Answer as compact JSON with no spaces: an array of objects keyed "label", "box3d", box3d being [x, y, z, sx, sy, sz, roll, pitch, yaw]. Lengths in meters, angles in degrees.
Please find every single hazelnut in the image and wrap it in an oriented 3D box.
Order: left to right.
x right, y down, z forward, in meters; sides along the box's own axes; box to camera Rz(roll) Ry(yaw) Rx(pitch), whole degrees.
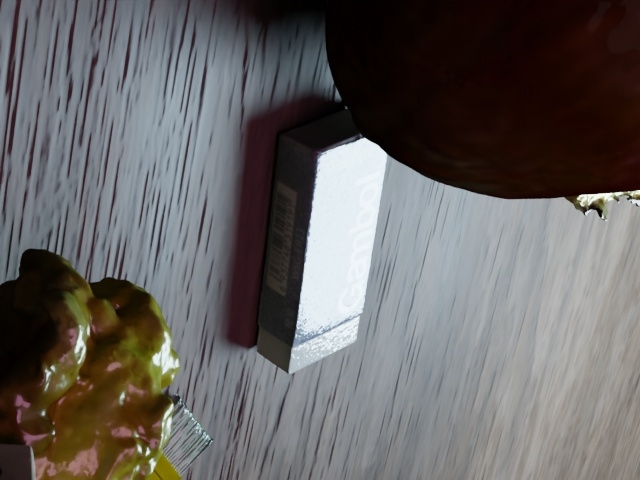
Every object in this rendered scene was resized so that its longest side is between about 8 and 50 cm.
[{"label":"hazelnut","box3d":[0.192,-0.194,1.332,0.421,0.353,0.421,-42,168,-11]}]

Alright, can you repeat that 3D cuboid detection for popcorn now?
[{"label":"popcorn","box3d":[-0.189,0.105,1.201,0.155,0.197,0.197,30,90,-36]}]

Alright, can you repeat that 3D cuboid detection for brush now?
[{"label":"brush","box3d":[-0.167,0.218,1.466,0.205,0.011,0.083,-49,146,-15]}]

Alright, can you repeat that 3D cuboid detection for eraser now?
[{"label":"eraser","box3d":[0.000,0.000,1.485,0.092,0.046,0.212,-23,133,-42]}]

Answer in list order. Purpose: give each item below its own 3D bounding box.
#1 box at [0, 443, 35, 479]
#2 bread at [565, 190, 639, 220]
[{"label":"box","box3d":[-0.306,0.200,1.089,0.256,0.069,0.164,5,117,-13]},{"label":"bread","box3d":[0.295,-0.134,1.692,0.260,0.147,0.160,-16,137,-38]}]
